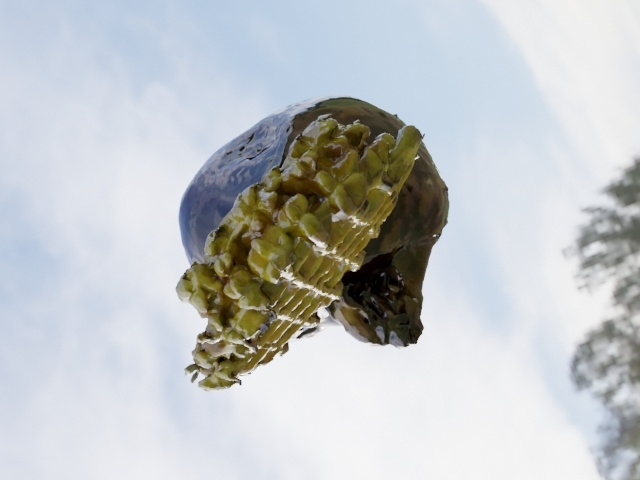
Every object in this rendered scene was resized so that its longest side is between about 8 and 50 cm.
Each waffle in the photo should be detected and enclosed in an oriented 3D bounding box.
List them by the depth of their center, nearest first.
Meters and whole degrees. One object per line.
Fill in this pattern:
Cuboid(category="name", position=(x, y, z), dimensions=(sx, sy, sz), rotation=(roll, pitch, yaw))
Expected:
Cuboid(category="waffle", position=(-0.023, 0.007, 0.865), dimensions=(0.070, 0.193, 0.197), rotation=(38, -123, 11))

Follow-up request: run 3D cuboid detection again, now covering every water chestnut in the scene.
Cuboid(category="water chestnut", position=(0.000, 0.000, 1.099), dimensions=(0.238, 0.224, 0.224), rotation=(60, -161, 18))
